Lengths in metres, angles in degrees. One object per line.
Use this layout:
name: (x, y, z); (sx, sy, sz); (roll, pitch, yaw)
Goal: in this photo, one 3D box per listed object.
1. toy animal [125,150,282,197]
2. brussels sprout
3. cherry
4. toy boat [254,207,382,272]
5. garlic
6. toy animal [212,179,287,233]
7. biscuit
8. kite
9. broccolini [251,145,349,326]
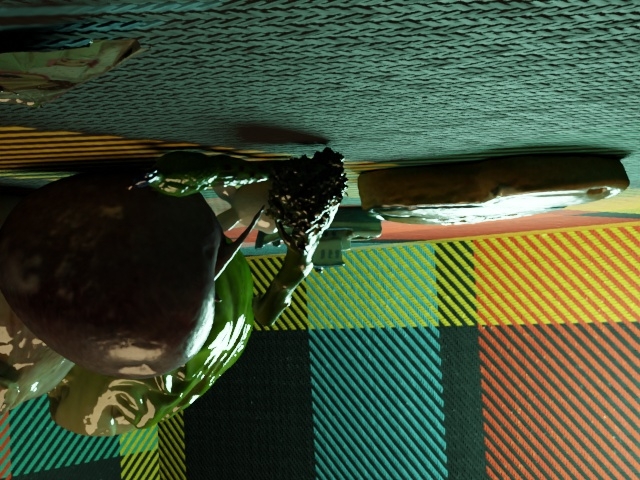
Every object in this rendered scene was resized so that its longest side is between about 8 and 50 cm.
toy animal: (-0.110, -0.062, 0.971); (0.075, 0.041, 0.217); (-7, 180, 36)
brussels sprout: (-0.269, 0.122, 1.508); (0.281, 0.354, 0.289); (27, -178, 24)
cherry: (-0.193, 0.028, 1.027); (0.266, 0.213, 0.183); (6, 143, -6)
toy boat: (0.000, 0.000, 1.665); (0.215, 0.102, 0.088); (-2, 174, -14)
garlic: (-0.394, 0.066, 1.237); (0.241, 0.322, 0.322); (38, -159, 30)
toy animal: (-0.056, -0.039, 1.134); (0.124, 0.070, 0.085); (-4, 178, 22)
biscuit: (0.176, -0.053, 1.234); (0.287, 0.057, 0.344); (-1, 176, -37)
kite: (-0.194, -0.093, 0.512); (0.229, 0.012, 0.250); (-3, 177, 14)
broccolini: (-0.046, 0.012, 1.102); (0.079, 0.074, 0.392); (-40, 171, -27)
